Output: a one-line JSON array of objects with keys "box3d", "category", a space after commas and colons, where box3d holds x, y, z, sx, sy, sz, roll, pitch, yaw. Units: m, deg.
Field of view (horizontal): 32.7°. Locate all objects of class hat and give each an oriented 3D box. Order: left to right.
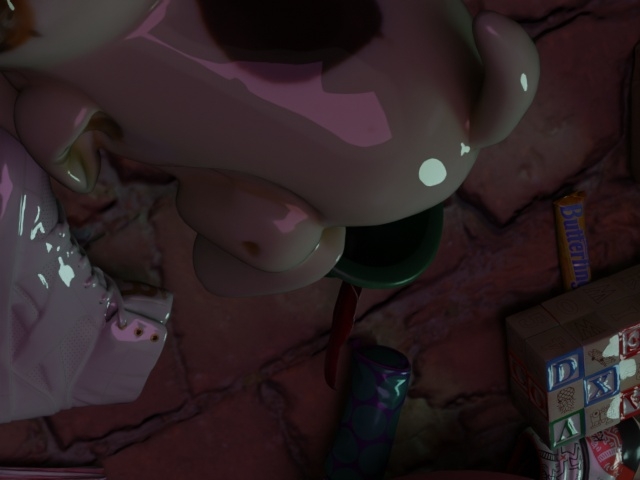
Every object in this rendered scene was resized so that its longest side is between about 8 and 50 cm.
[{"box3d": [0.000, 0.000, 1.049, 0.173, 0.183, 0.208, 22, 60, -18], "category": "hat"}]

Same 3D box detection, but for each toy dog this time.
[{"box3d": [-0.102, -0.144, 0.714, 0.408, 0.395, 0.284, 31, 83, -36], "category": "toy dog"}]

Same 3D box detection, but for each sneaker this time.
[{"box3d": [-0.211, 0.026, 0.943, 0.169, 0.108, 0.292, -4, 124, -21], "category": "sneaker"}, {"box3d": [0.281, 0.324, 1.266, 0.145, 0.090, 0.270, -5, 112, -17], "category": "sneaker"}]

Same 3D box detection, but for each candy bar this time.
[{"box3d": [0.272, 0.018, 1.165, 0.040, 0.018, 0.161, -19, 119, -12], "category": "candy bar"}]

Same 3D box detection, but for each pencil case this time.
[{"box3d": [0.047, 0.183, 1.126, 0.064, 0.070, 0.152, -11, 121, -54], "category": "pencil case"}]

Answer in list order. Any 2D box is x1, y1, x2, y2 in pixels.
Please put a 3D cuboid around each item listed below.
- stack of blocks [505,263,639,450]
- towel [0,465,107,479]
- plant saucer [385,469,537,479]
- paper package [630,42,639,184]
[{"box3d": [0.356, 0.120, 1.190, 0.297, 0.087, 0.171, -20, 124, -13], "category": "stack of blocks"}, {"box3d": [-0.288, 0.313, 1.054, 0.144, 0.029, 0.197, 6, 95, -25], "category": "towel"}, {"box3d": [0.144, 0.326, 1.143, 0.332, 0.084, 0.332, 1, 144, 1], "category": "plant saucer"}, {"box3d": [0.514, -0.098, 1.029, 0.309, 0.325, 0.168, -11, 117, -17], "category": "paper package"}]
